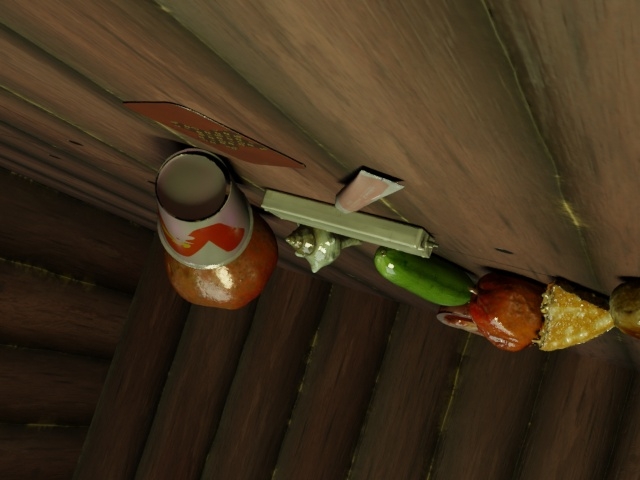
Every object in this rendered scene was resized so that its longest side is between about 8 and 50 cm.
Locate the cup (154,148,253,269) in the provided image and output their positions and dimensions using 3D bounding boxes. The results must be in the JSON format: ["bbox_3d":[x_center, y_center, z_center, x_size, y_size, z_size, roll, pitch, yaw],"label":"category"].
[{"bbox_3d":[-0.228,-0.066,1.670,0.203,0.203,0.288,18,167,0],"label":"cup"}]

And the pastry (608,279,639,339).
[{"bbox_3d":[0.570,0.127,1.453,0.182,0.093,0.192,24,172,-30],"label":"pastry"}]

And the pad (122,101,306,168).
[{"bbox_3d":[-0.161,-0.161,1.377,0.267,0.004,0.181,22,173,-40],"label":"pad"}]

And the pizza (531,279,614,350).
[{"bbox_3d":[0.489,0.132,1.759,0.188,0.062,0.199,-24,132,14],"label":"pizza"}]

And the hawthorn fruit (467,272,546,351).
[{"bbox_3d":[0.400,0.152,1.884,0.173,0.173,0.179,14,174,34],"label":"hawthorn fruit"}]

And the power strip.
[{"bbox_3d":[0.058,-0.033,1.727,0.367,0.043,0.106,16,174,23],"label":"power strip"}]

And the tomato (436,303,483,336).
[{"bbox_3d":[0.425,0.181,2.305,0.228,0.112,0.199,21,166,-20],"label":"tomato"}]

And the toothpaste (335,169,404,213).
[{"bbox_3d":[0.064,-0.076,1.351,0.067,0.043,0.194,21,168,-12],"label":"toothpaste"}]

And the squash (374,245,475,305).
[{"bbox_3d":[0.242,0.082,1.978,0.101,0.101,0.378,12,174,44],"label":"squash"}]

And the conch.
[{"bbox_3d":[-0.012,0.007,2.004,0.137,0.114,0.234,30,-176,17],"label":"conch"}]

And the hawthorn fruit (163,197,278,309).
[{"bbox_3d":[-0.248,0.010,2.110,0.277,0.277,0.298,14,151,30],"label":"hawthorn fruit"}]
